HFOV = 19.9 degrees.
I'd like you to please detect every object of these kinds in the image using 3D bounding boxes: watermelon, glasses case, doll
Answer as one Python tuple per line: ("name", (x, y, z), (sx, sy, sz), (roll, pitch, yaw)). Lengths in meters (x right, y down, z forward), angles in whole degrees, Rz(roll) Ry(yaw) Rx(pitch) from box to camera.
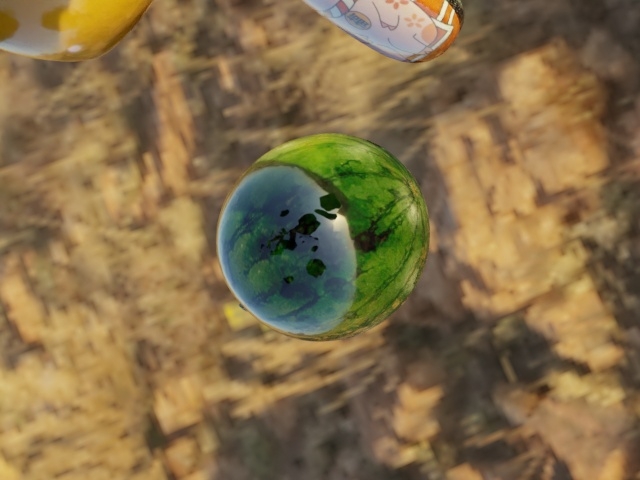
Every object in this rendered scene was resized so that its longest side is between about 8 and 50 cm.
("watermelon", (0.004, -0.003, 2.047), (0.242, 0.242, 0.242), (47, 148, 41))
("glasses case", (0.002, -0.241, 1.493), (0.266, 0.067, 0.103), (36, 152, -13))
("doll", (-0.226, -0.233, 1.316), (0.213, 0.236, 0.213), (12, 107, 42))
